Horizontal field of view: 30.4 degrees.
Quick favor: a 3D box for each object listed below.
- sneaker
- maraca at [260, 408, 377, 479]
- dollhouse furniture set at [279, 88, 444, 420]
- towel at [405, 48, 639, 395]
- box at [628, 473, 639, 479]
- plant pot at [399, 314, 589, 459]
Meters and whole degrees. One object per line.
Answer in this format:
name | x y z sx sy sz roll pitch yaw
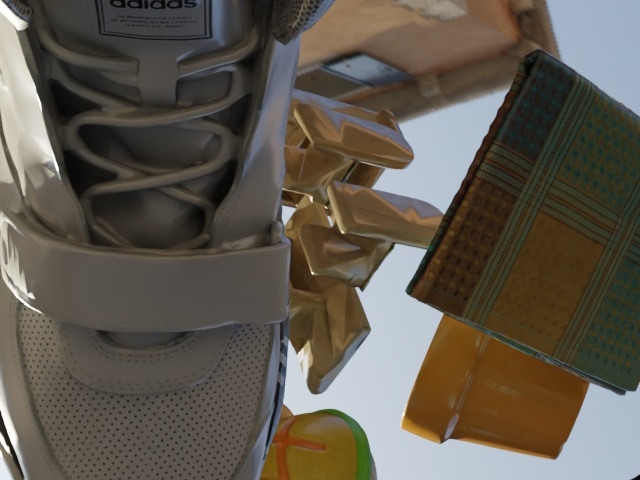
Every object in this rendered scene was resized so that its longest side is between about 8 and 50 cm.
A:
sneaker | -0.069 -0.036 0.428 0.137 0.210 0.366 -1 -92 -10
maraca | -0.031 0.196 0.789 0.186 0.099 0.127 -55 -152 1
dollhouse furniture set | 0.000 0.000 1.438 0.362 0.256 0.394 -55 -142 33
towel | 0.269 -0.005 1.210 0.040 0.370 0.271 30 -85 51
box | 0.438 0.323 0.908 0.312 0.179 0.343 -20 -92 60
plant pot | 0.222 0.172 1.434 0.188 0.205 0.205 23 -81 10
